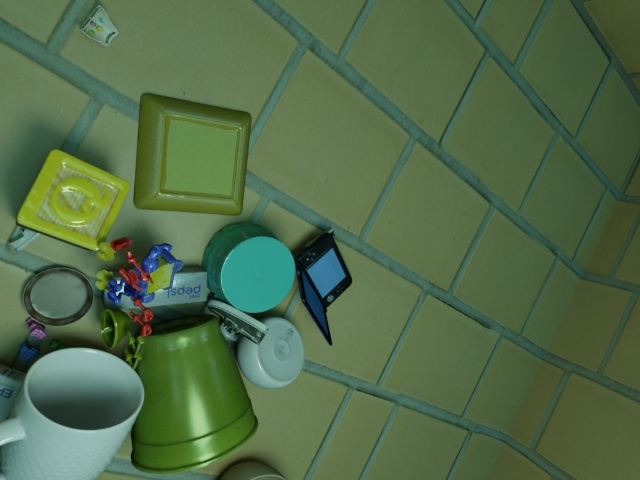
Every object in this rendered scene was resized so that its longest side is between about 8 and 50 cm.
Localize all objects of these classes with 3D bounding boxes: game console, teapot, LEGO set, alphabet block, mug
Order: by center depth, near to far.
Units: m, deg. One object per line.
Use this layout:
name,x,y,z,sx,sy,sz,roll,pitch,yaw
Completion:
mug,-0.670,0.488,1.091,0.327,0.276,0.374,-59,155,16
alphabet block,-0.623,-0.093,1.120,0.193,0.197,0.193,25,76,-31
LEGO set,-0.736,0.325,1.222,0.087,0.093,0.227,-45,118,-14
teapot,-0.194,0.377,1.498,0.253,0.187,0.255,4,72,-49
game console,0.030,0.167,1.537,0.250,0.173,0.293,-42,135,-16

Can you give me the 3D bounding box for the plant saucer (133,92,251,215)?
plant saucer,-0.362,-0.241,1.324,0.333,0.081,0.332,2,99,-31

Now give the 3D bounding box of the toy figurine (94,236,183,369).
toy figurine,-0.440,0.133,1.181,0.217,0.191,0.362,-33,151,-52

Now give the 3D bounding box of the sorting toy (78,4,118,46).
sorting toy,-0.573,-0.551,1.164,0.075,0.045,0.083,40,80,-37

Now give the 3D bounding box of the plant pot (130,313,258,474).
plant pot,-0.393,0.414,1.316,0.367,0.367,0.352,-10,93,-28

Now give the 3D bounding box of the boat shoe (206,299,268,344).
boat shoe,-0.269,0.252,1.381,0.070,0.220,0.077,-60,161,-22

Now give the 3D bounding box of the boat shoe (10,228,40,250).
boat shoe,-0.765,-0.017,1.170,0.100,0.035,0.035,-42,120,-8

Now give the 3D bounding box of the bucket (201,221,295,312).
bucket,-0.223,0.088,1.411,0.282,0.183,0.280,-7,105,-27

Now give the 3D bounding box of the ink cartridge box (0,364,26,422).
ink cartridge box,-0.955,0.429,1.091,0.324,0.071,0.329,27,86,-16

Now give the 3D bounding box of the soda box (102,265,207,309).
soda box,-0.488,0.137,1.325,0.287,0.091,0.097,-1,101,-29

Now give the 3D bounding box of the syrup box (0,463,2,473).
syrup box,-0.914,0.687,1.197,0.237,0.096,0.093,-17,110,-26

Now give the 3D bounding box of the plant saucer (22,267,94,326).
plant saucer,-0.721,0.154,1.233,0.169,0.029,0.168,-6,103,-29

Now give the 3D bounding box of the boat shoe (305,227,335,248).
boat shoe,0.000,0.000,1.601,0.125,0.046,0.038,-36,111,-28

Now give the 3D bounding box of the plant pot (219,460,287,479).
plant pot,-0.257,0.891,1.556,0.284,0.191,0.283,-7,105,-28
